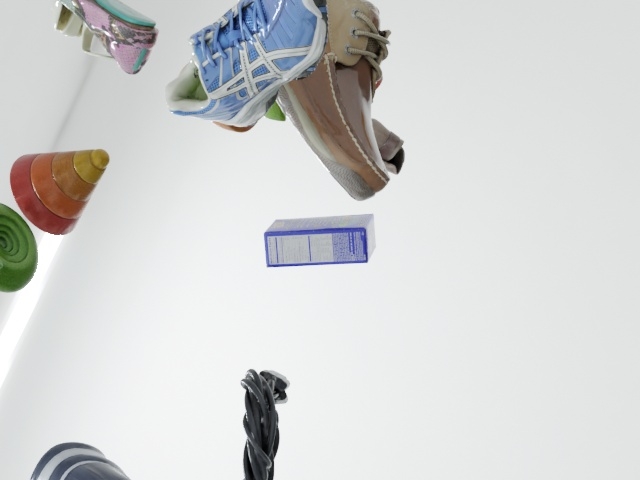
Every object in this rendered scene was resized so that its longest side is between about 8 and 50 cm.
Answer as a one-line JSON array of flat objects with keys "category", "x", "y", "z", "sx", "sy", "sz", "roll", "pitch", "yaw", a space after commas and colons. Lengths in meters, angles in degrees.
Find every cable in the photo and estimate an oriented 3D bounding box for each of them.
[{"category": "cable", "x": -0.065, "y": 0.202, "z": 1.860, "sx": 0.184, "sy": 0.047, "sz": 0.151, "roll": 27, "pitch": -106, "yaw": -89}]

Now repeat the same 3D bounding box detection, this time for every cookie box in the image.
[{"category": "cookie box", "x": 0.000, "y": 0.000, "z": 1.970, "sx": 0.092, "sy": 0.107, "sz": 0.040, "roll": -55, "pitch": -38, "yaw": -78}]

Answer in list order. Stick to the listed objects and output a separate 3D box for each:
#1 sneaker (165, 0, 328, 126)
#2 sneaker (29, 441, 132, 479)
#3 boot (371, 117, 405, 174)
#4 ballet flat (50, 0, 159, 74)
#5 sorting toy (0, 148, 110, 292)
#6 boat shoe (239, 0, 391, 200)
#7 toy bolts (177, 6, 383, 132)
[{"category": "sneaker", "x": -0.061, "y": -0.159, "z": 1.594, "sx": 0.081, "sy": 0.080, "sz": 0.211, "roll": -5, "pitch": -29, "yaw": -33}, {"category": "sneaker", "x": -0.179, "y": 0.300, "z": 1.725, "sx": 0.099, "sy": 0.153, "sz": 0.282, "roll": -36, "pitch": -49, "yaw": -25}, {"category": "boot", "x": 0.045, "y": -0.093, "z": 1.961, "sx": 0.042, "sy": 0.087, "sz": 0.118, "roll": -61, "pitch": -9, "yaw": -17}, {"category": "ballet flat", "x": -0.254, "y": -0.251, "z": 2.110, "sx": 0.077, "sy": 0.221, "sz": 0.079, "roll": 6, "pitch": -63, "yaw": -42}, {"category": "sorting toy", "x": -0.364, "y": -0.027, "z": 2.395, "sx": 0.126, "sy": 0.127, "sz": 0.365, "roll": -30, "pitch": 14, "yaw": 32}, {"category": "boat shoe", "x": 0.005, "y": -0.187, "z": 1.797, "sx": 0.116, "sy": 0.324, "sz": 0.123, "roll": -28, "pitch": -28, "yaw": 10}, {"category": "toy bolts", "x": -0.052, "y": -0.233, "z": 2.094, "sx": 0.228, "sy": 0.158, "sz": 0.218, "roll": -14, "pitch": -74, "yaw": -57}]
